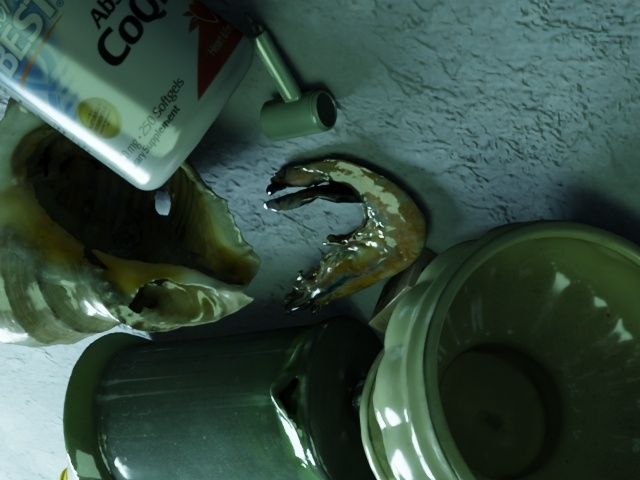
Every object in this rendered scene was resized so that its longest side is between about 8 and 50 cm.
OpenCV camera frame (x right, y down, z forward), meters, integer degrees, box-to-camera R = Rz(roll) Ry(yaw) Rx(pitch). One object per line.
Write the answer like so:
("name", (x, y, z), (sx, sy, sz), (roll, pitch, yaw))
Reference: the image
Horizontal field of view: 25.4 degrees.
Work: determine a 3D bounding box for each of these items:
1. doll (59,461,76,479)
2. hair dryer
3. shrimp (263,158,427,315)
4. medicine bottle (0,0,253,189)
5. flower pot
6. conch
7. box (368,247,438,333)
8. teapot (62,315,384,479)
("doll", (-0.282, 0.300, 1.832), (0.084, 0.073, 0.127), (7, 157, -34))
("hair dryer", (-0.040, -0.142, 1.226), (0.063, 0.038, 0.124), (-10, 125, 35))
("shrimp", (0.000, 0.000, 1.352), (0.152, 0.046, 0.219), (35, 136, -15))
("medicine bottle", (-0.209, -0.181, 1.163), (0.288, 0.157, 0.157), (36, 140, -9))
("flower pot", (0.174, 0.148, 1.252), (0.307, 0.307, 0.244), (31, 157, -8))
("conch", (-0.212, -0.023, 1.339), (0.324, 0.186, 0.263), (4, 122, 2))
("box", (0.080, 0.049, 1.362), (0.024, 0.053, 0.083), (33, 139, -9))
("teapot", (-0.065, 0.191, 1.510), (0.337, 0.200, 0.270), (-8, 157, 32))
